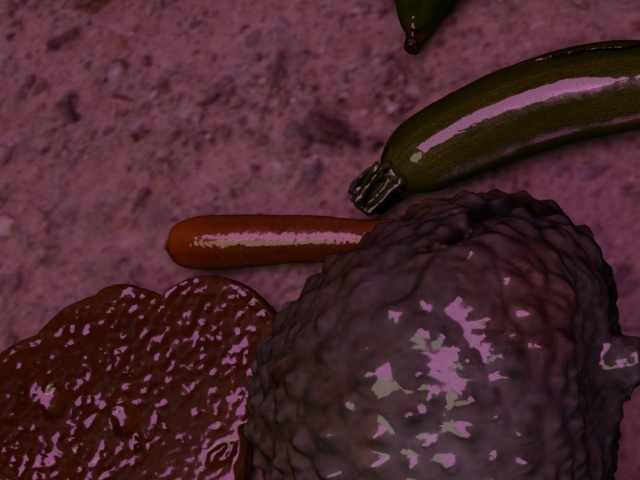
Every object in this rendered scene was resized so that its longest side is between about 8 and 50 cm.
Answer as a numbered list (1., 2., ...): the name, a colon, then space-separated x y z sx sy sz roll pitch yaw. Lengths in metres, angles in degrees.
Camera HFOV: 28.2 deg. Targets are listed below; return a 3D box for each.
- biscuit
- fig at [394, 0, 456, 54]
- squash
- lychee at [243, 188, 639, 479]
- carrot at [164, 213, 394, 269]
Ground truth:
1. biscuit: -0.147 0.142 0.954 0.290 0.041 0.208 -32 68 1
2. fig: 0.089 -0.236 1.004 0.117 0.117 0.177 23 100 18
3. squash: 0.168 -0.098 0.948 0.319 0.071 0.080 -16 49 3
4. lychee: 0.076 0.092 0.811 0.274 0.255 0.255 -3 70 32
5. carrot: 0.000 0.000 0.971 0.248 0.043 0.043 -1 72 10
